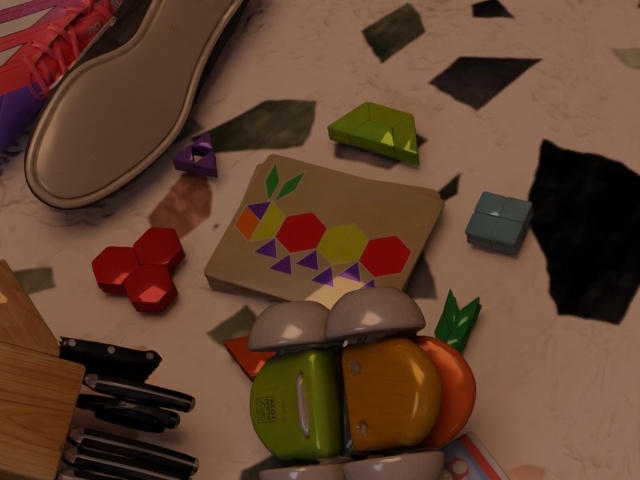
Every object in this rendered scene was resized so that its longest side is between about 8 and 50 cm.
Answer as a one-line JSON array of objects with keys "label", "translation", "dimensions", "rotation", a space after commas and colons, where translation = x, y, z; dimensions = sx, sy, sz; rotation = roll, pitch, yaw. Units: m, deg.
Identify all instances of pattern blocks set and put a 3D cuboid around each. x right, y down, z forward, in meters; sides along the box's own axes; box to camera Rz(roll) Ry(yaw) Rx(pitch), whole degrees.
[{"label": "pattern blocks set", "translation": [0.000, 0.000, 1.610], "dimensions": [0.325, 0.026, 0.285], "rotation": [24, 63, 26]}]

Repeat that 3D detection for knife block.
[{"label": "knife block", "translation": [-0.241, 0.153, 1.449], "dimensions": [0.276, 0.088, 0.242], "rotation": [-29, 81, -23]}]

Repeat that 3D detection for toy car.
[{"label": "toy car", "translation": [0.035, 0.120, 1.451], "dimensions": [0.182, 0.136, 0.159], "rotation": [-12, 82, 38]}]

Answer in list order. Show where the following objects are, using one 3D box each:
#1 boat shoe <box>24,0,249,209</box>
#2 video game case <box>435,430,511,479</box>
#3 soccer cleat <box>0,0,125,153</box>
[{"label": "boat shoe", "translation": [-0.159, -0.153, 1.730], "dimensions": [0.112, 0.095, 0.335], "rotation": [36, 68, -8]}, {"label": "video game case", "translation": [0.047, 0.286, 1.396], "dimensions": [0.285, 0.025, 0.204], "rotation": [-30, 54, -10]}, {"label": "soccer cleat", "translation": [-0.240, -0.203, 1.765], "dimensions": [0.116, 0.108, 0.318], "rotation": [11, 55, 15]}]
